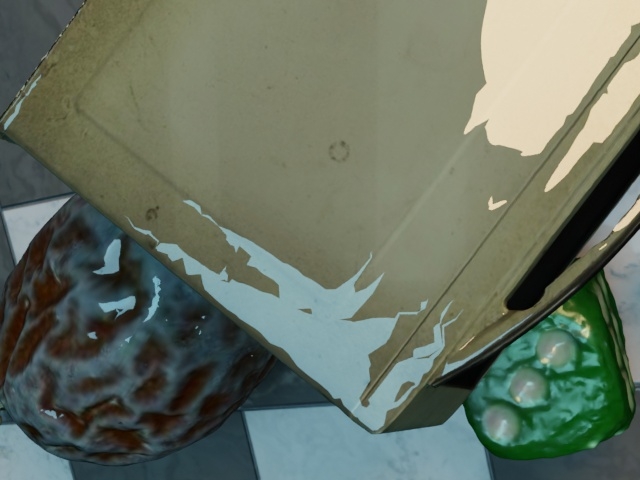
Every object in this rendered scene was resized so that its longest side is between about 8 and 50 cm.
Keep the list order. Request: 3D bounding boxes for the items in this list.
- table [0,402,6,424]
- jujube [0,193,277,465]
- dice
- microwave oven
[{"bbox_3d":[-0.351,0.148,0.987,0.083,0.062,0.079,49,118,6],"label":"table"},{"bbox_3d":[-0.170,0.077,0.799,0.246,0.215,0.308,40,120,7],"label":"jujube"},{"bbox_3d":[0.176,0.090,0.692,0.120,0.131,0.128,-16,95,25],"label":"dice"},{"bbox_3d":[0.069,-0.119,0.565,0.333,0.247,0.394,38,92,13],"label":"microwave oven"}]
